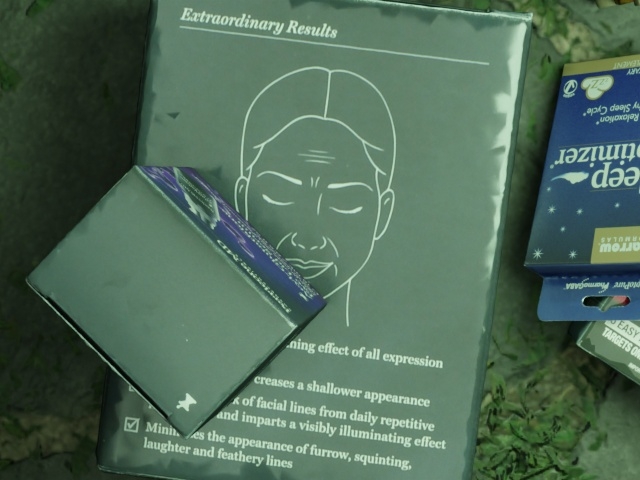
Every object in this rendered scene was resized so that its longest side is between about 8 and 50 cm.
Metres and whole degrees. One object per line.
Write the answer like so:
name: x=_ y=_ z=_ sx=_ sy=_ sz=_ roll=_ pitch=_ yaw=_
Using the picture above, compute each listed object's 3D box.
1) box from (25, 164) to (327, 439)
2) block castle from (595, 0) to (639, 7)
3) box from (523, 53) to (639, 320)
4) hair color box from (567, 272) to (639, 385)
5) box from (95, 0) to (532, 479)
box: x=-0.092 y=0.036 z=1.147 sx=0.153 sy=0.207 sz=0.108 roll=45 pitch=95 yaw=2
block castle: x=0.399 y=-0.339 z=1.262 sx=0.453 sy=0.303 sz=0.212 roll=-17 pitch=97 yaw=5
box: x=0.242 y=-0.045 z=1.344 sx=0.136 sy=0.036 sz=0.225 roll=-3 pitch=68 yaw=43
hair color box: x=0.387 y=-0.024 z=1.368 sx=0.185 sy=0.113 sz=0.374 roll=33 pitch=94 yaw=3
box: x=0.000 y=0.000 z=1.349 sx=0.294 sy=0.212 sz=0.395 roll=8 pitch=94 yaw=4
